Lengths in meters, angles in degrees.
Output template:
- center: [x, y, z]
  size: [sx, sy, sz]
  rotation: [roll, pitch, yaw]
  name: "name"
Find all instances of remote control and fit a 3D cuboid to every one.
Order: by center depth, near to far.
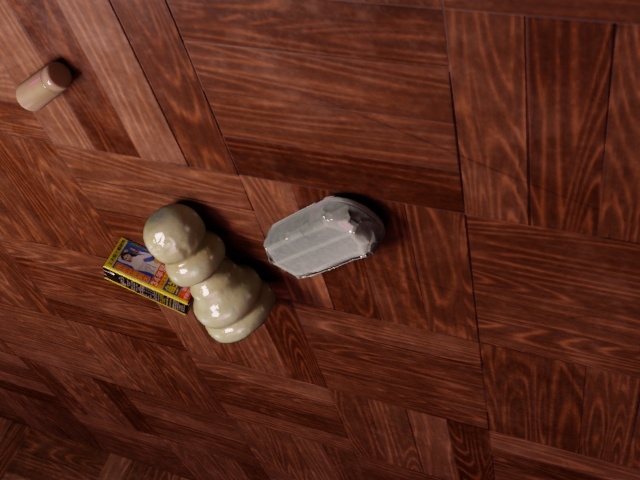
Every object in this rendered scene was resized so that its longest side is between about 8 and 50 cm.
- center: [0.000, 0.000, 1.269]
  size: [0.104, 0.052, 0.247]
  rotation: [37, 150, -18]
  name: "remote control"

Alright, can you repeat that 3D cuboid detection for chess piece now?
- center: [-0.190, 0.044, 1.406]
  size: [0.133, 0.133, 0.243]
  rotation: [-5, 135, 40]
  name: "chess piece"

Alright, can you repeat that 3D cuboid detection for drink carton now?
- center: [-0.297, 0.064, 1.556]
  size: [0.165, 0.071, 0.056]
  rotation: [25, 147, 2]
  name: "drink carton"

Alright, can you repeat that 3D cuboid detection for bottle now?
- center: [-0.381, -0.213, 1.209]
  size: [0.096, 0.045, 0.045]
  rotation: [-16, 131, 45]
  name: "bottle"
